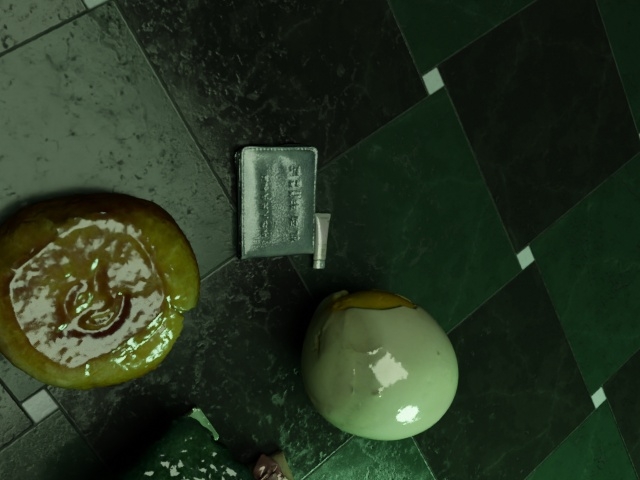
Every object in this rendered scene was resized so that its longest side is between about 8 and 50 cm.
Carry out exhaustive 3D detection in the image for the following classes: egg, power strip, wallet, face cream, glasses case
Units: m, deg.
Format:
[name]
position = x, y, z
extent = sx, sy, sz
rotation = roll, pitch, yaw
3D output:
[egg]
position = 0.121, 0.246, 1.347
extent = 0.345, 0.283, 0.282
rotation = 28, 84, -31
[power strip]
position = -0.230, 0.359, 1.323
extent = 0.040, 0.016, 0.090
rotation = -37, 113, -21
[wallet]
position = -0.083, -0.077, 1.326
extent = 0.168, 0.036, 0.221
rotation = -3, 99, -28
[face cream]
position = 0.000, 0.000, 1.391
extent = 0.038, 0.020, 0.115
rotation = 2, 94, -34
[glasses case]
position = -0.138, 0.483, 1.361
extent = 0.194, 0.070, 0.102
rotation = -19, 105, -25

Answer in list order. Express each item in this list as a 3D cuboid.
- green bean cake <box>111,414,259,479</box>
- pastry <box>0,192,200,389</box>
[green bean cake]
position = -0.247, 0.506, 1.189
extent = 0.300, 0.169, 0.308
rotation = 46, 60, 0
[pastry]
position = -0.369, 0.076, 1.131
extent = 0.356, 0.164, 0.355
rotation = -8, 107, -29
